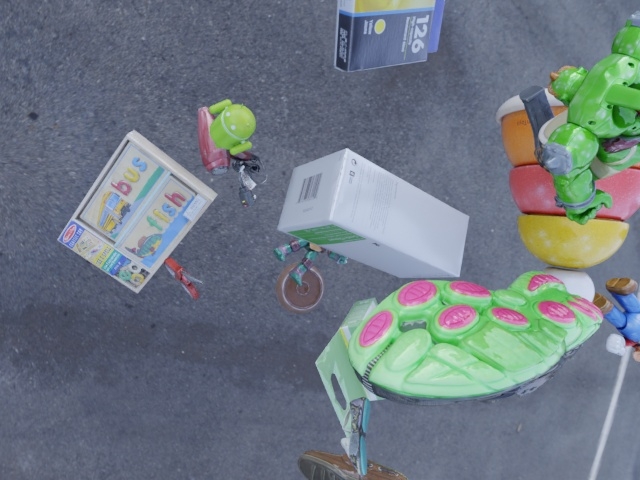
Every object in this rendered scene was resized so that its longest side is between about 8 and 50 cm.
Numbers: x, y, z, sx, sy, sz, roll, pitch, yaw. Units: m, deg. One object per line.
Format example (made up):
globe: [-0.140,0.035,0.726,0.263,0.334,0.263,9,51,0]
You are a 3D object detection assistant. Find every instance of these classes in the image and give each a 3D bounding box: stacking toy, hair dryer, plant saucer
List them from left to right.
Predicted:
hair dryer: [-0.268,-0.246,1.318,0.293,0.080,0.223,59,20,-28]
plant saucer: [-0.060,0.154,1.475,0.169,0.029,0.168,1,88,-19]
stacking toy: [0.533,-0.064,0.982,0.351,0.351,0.478,3,97,-37]

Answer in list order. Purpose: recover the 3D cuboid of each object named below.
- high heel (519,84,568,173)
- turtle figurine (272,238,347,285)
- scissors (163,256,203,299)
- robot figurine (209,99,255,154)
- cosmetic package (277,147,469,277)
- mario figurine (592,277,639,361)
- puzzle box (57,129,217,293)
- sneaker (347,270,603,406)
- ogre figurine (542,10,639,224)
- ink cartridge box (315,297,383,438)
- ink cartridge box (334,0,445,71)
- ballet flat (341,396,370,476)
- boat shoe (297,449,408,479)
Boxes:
high heel: [0.406,-0.128,0.725,0.093,0.261,0.186,-28,121,19]
turtle figurine: [0.000,0.000,1.189,0.234,0.118,0.175,-39,87,-13]
scissors: [-0.272,0.064,0.894,0.021,0.297,0.109,-38,91,-19]
robot figurine: [-0.169,-0.217,0.878,0.067,0.115,0.101,-27,96,-39]
cosmetic package: [0.122,-0.040,0.982,0.366,0.197,0.155,23,73,-30]
mario figurine: [0.915,0.253,1.265,0.320,0.198,0.170,43,41,-8]
puzzle box: [-0.511,-0.065,1.265,0.272,0.052,0.409,38,113,-13]
sneaker: [0.239,0.167,0.656,0.484,0.185,0.202,1,120,-37]
ogre figurine: [0.261,-0.114,0.394,0.118,0.096,0.197,12,133,-41]
ink cartridge box: [0.083,0.237,0.879,0.171,0.056,0.235,68,25,-11]
ink cartridge box: [0.172,-0.516,0.927,0.308,0.072,0.303,-19,130,-26]
ballet flat: [0.050,0.283,0.662,0.041,0.041,0.114,51,31,-31]
boat shoe: [0.089,0.645,1.254,0.104,0.308,0.110,-39,136,-54]
